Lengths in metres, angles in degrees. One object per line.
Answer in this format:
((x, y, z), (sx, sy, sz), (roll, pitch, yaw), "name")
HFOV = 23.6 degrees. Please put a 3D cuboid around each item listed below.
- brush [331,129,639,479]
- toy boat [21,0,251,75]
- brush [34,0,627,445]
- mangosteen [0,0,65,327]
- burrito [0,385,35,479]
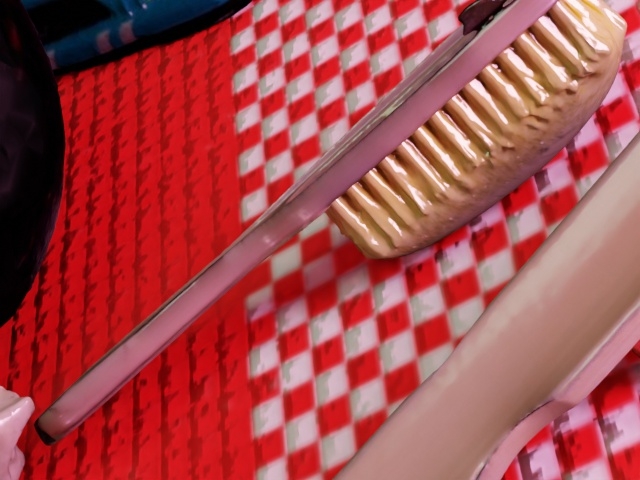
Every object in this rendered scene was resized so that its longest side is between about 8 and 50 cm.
((0.074, 0.047, 0.519), (0.321, 0.050, 0.060), (-49, 40, 8), "brush")
((-0.158, -0.168, 0.891), (0.299, 0.092, 0.134), (-12, 52, 35), "toy boat")
((0.001, 0.001, 0.621), (0.313, 0.067, 0.072), (-40, 3, 18), "brush")
((-0.265, -0.035, 0.756), (0.288, 0.287, 0.233), (-2, 15, 42), "mangosteen")
((-0.250, 0.219, 0.626), (0.117, 0.076, 0.392), (12, 66, 52), "burrito")
